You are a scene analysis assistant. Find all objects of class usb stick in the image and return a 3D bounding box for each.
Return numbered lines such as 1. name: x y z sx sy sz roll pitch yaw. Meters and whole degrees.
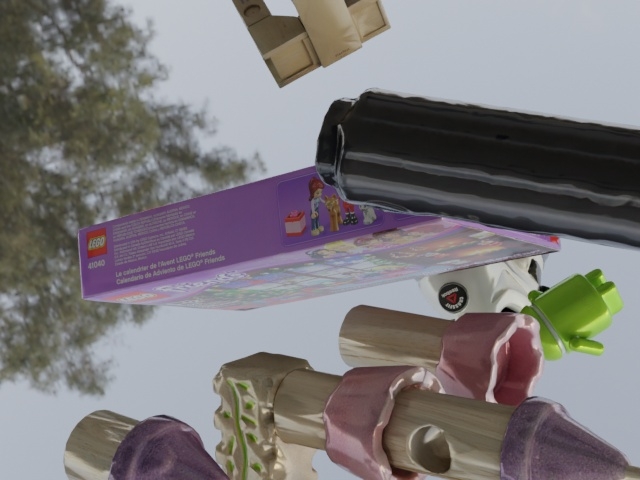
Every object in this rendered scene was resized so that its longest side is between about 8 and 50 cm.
1. usb stick: 0.137 -0.013 0.377 0.278 0.045 0.077 10 -176 15

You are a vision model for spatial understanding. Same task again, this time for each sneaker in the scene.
1. sneaker: 0.207 0.063 1.307 0.122 0.330 0.146 -28 -100 28

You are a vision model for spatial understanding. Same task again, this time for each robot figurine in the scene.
1. robot figurine: 0.253 0.079 1.130 0.115 0.067 0.101 -34 -141 0

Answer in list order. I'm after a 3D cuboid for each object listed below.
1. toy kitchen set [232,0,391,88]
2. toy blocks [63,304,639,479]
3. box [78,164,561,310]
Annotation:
1. toy kitchen set: -0.013 -0.161 0.709 0.083 0.068 0.075 -28 -130 0
2. toy blocks: 0.048 0.204 0.554 0.260 0.288 0.309 9 -166 38
3. box: 0.000 0.000 0.796 0.293 0.201 0.057 -13 -103 31
